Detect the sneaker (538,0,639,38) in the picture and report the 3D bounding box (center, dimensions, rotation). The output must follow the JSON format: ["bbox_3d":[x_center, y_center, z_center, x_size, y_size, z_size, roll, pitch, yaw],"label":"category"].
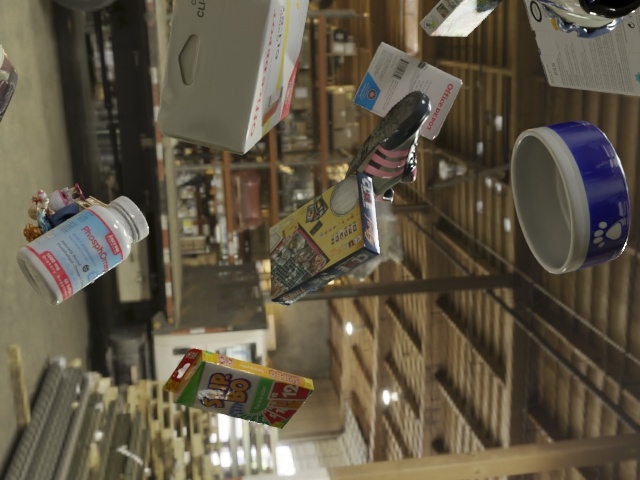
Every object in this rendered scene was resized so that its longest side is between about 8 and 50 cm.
[{"bbox_3d":[0.298,-0.377,0.977,0.182,0.315,0.127,-110,-136,-80],"label":"sneaker"}]

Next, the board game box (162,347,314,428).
[{"bbox_3d":[-0.153,0.279,1.394,0.124,0.259,0.039,-54,-152,27],"label":"board game box"}]

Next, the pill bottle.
[{"bbox_3d":[-0.313,0.009,0.995,0.087,0.160,0.087,34,-34,27],"label":"pill bottle"}]

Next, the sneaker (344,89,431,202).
[{"bbox_3d":[0.171,-0.193,1.595,0.319,0.131,0.112,-47,-161,53],"label":"sneaker"}]

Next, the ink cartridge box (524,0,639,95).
[{"bbox_3d":[0.633,-0.482,1.681,0.395,0.151,0.270,19,-30,46],"label":"ink cartridge box"}]

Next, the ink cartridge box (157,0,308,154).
[{"bbox_3d":[-0.146,-0.343,1.382,0.385,0.160,0.279,-65,168,-68],"label":"ink cartridge box"}]

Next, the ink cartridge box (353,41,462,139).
[{"bbox_3d":[0.195,-0.337,1.691,0.086,0.203,0.148,-87,-157,-81],"label":"ink cartridge box"}]

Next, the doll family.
[{"bbox_3d":[-0.613,-0.014,1.784,0.263,0.163,0.118,63,-16,-2],"label":"doll family"}]

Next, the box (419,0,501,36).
[{"bbox_3d":[0.293,-0.473,1.537,0.114,0.207,0.036,-43,-101,33],"label":"box"}]

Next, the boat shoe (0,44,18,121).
[{"bbox_3d":[-0.459,-0.126,0.936,0.092,0.102,0.285,53,48,-59],"label":"boat shoe"}]

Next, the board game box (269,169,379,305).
[{"bbox_3d":[0.000,0.000,1.370,0.243,0.042,0.165,-31,-131,37],"label":"board game box"}]

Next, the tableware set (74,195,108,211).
[{"bbox_3d":[-0.484,-0.054,1.700,0.020,0.141,0.169,-56,-172,10],"label":"tableware set"}]

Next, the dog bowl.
[{"bbox_3d":[0.441,-0.078,1.339,0.265,0.104,0.265,168,-90,-86],"label":"dog bowl"}]
